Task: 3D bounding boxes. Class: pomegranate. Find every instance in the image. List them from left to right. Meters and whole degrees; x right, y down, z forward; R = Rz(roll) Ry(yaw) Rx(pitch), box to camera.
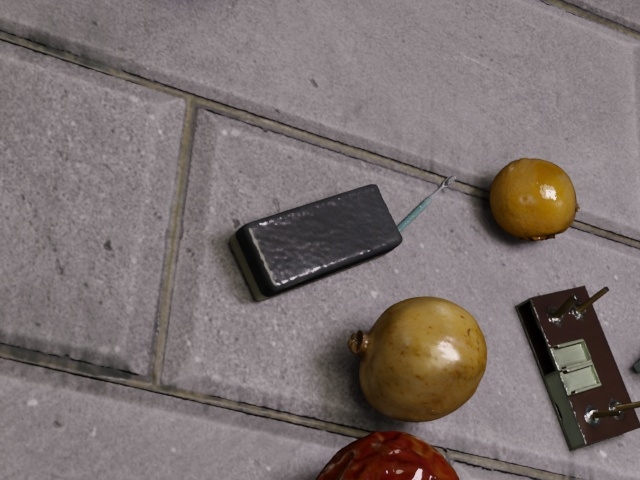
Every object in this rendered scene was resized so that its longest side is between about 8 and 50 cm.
[{"bbox_3d":[0.130,0.162,1.715,0.196,0.196,0.196,12,63,-25],"label":"pomegranate"}]

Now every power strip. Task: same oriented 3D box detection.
[{"bbox_3d":[0.000,0.000,1.782,0.257,0.070,0.105,-19,81,-33],"label":"power strip"}]

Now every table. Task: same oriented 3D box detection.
[{"bbox_3d":[0.416,0.184,1.911,0.121,0.111,0.240,-11,74,-32],"label":"table"}]

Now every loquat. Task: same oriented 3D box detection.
[{"bbox_3d":[0.339,-0.065,1.968,0.141,0.141,0.141,12,63,-25],"label":"loquat"}]

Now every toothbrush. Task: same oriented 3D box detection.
[{"bbox_3d":[0.163,-0.057,1.934,0.167,0.014,0.011,-42,101,-36],"label":"toothbrush"}]

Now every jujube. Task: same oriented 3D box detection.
[{"bbox_3d":[0.039,0.396,1.550,0.216,0.216,0.342,48,68,-3],"label":"jujube"}]

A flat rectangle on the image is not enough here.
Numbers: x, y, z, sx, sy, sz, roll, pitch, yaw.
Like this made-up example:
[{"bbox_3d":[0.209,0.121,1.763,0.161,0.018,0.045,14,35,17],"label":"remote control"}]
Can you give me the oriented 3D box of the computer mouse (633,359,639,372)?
[{"bbox_3d":[0.610,0.161,2.027,0.231,0.128,0.079,-8,73,-36],"label":"computer mouse"}]
